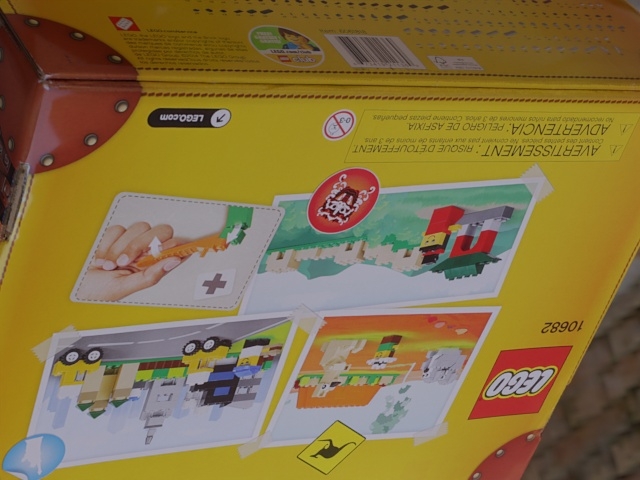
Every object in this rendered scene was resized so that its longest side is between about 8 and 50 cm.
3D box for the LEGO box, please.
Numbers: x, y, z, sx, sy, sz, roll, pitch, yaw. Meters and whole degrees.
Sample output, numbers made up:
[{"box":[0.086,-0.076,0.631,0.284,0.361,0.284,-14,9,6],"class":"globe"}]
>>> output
[{"box":[-0.038,-0.003,1.250,0.500,0.193,0.372,-2,129,-33],"class":"LEGO box"}]
